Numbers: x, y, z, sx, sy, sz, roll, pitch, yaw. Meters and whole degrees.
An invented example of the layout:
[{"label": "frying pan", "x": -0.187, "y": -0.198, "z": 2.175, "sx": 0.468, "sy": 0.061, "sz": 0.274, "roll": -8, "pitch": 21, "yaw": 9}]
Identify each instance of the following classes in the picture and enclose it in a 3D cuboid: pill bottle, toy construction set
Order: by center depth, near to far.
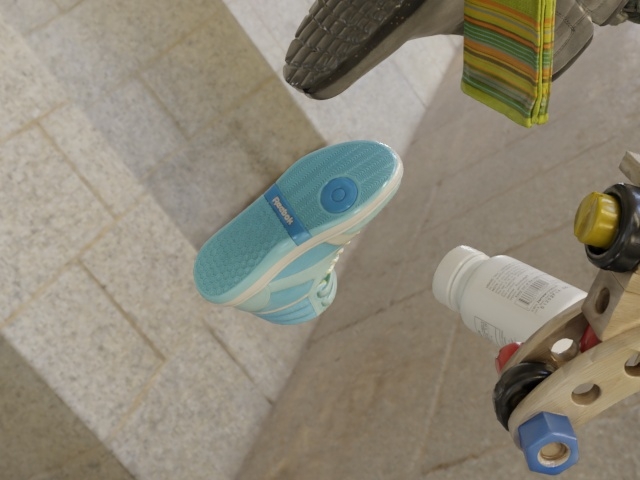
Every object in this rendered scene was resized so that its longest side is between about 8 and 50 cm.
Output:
[{"label": "toy construction set", "x": 0.281, "y": 0.039, "z": 0.584, "sx": 0.258, "sy": 0.237, "sz": 0.309, "roll": 17, "pitch": 24, "yaw": 17}, {"label": "pill bottle", "x": 0.288, "y": 0.096, "z": 1.214, "sx": 0.131, "sy": 0.131, "sz": 0.229, "roll": -42, "pitch": 44, "yaw": -18}]

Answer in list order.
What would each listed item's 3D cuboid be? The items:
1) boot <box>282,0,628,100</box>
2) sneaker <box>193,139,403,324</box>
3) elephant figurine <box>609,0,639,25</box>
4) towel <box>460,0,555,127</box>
[{"label": "boot", "x": 0.148, "y": -0.206, "z": 0.756, "sx": 0.338, "sy": 0.223, "sz": 0.118, "roll": -39, "pitch": 41, "yaw": 12}, {"label": "sneaker", "x": 0.000, "y": 0.000, "z": 1.108, "sx": 0.319, "sy": 0.208, "sz": 0.127, "roll": -33, "pitch": 57, "yaw": 13}, {"label": "elephant figurine", "x": 0.460, "y": -0.413, "z": 1.253, "sx": 0.240, "sy": 0.169, "sz": 0.186, "roll": 1, "pitch": -21, "yaw": -17}, {"label": "towel", "x": 0.137, "y": -0.209, "z": 0.604, "sx": 0.021, "sy": 0.237, "sz": 0.102, "roll": -21, "pitch": 35, "yaw": -21}]
